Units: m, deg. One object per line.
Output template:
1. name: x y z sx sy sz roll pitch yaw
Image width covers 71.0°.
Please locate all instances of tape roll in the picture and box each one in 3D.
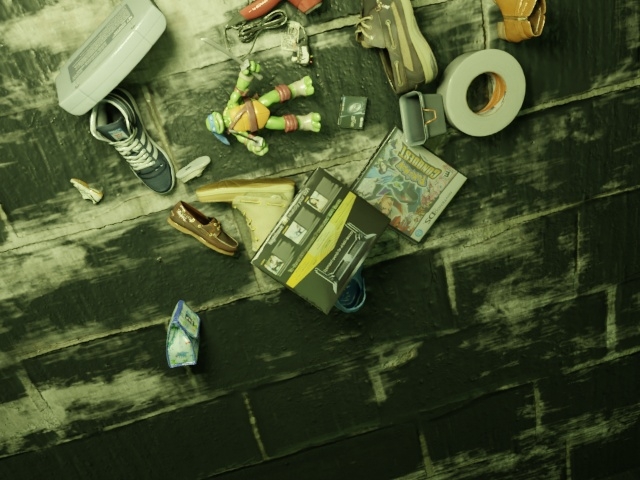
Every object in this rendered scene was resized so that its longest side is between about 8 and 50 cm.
1. tape roll: 0.427 -0.395 1.203 0.220 0.072 0.218 -4 113 -8

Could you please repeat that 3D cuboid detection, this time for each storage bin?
1. storage bin: 0.280 -0.327 1.184 0.091 0.098 0.135 -17 101 -25

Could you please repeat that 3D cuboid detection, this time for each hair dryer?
1. hair dryer: -0.105 -0.563 1.043 0.224 0.080 0.293 6 111 -11

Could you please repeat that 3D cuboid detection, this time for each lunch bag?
1. lunch bag: -0.401 0.267 1.307 0.097 0.128 0.151 -8 111 -7

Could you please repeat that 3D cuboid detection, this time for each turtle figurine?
1. turtle figurine: -0.128 -0.312 1.060 0.267 0.197 0.274 -16 157 -21

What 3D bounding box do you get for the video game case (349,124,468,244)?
1. video game case: 0.245 -0.152 1.292 0.275 0.035 0.248 30 105 -19

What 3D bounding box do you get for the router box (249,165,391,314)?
1. router box: 0.000 0.000 1.187 0.243 0.081 0.308 36 84 -10

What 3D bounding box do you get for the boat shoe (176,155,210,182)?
1. boat shoe: -0.331 -0.186 1.189 0.100 0.035 0.035 -33 140 1

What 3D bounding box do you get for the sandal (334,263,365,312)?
1. sandal: 0.083 0.082 1.307 0.126 0.138 0.316 -8 111 -4

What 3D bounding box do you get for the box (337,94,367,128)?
1. box: 0.084 -0.343 1.197 0.067 0.018 0.083 5 111 -11

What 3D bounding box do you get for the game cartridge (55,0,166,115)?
1. game cartridge: -0.463 -0.413 0.986 0.294 0.196 0.060 -41 136 9

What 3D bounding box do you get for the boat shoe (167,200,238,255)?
1. boat shoe: -0.311 -0.033 1.229 0.207 0.073 0.073 30 106 -19

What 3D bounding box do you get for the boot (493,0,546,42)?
1. boot: 0.483 -0.587 1.089 0.073 0.152 0.196 -20 114 0

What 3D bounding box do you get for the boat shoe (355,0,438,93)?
1. boat shoe: 0.153 -0.512 1.079 0.130 0.132 0.355 -34 112 5

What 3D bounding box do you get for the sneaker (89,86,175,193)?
1. sneaker: -0.453 -0.225 1.084 0.099 0.153 0.282 -23 114 1

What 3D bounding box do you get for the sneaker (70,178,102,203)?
1. sneaker: -0.613 -0.126 1.165 0.083 0.032 0.037 35 102 -20

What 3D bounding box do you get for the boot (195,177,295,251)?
1. boot: -0.198 -0.063 1.222 0.262 0.095 0.203 -6 113 -17
